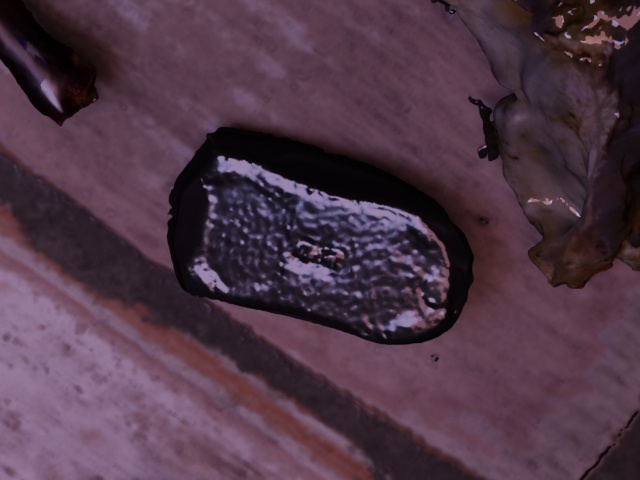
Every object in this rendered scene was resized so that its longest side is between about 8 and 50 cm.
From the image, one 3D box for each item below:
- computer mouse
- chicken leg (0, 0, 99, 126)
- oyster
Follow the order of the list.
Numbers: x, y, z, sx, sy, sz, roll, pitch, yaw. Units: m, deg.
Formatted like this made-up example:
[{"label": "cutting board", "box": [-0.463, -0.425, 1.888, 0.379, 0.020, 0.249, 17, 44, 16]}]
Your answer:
[{"label": "computer mouse", "box": [0.000, 0.000, 1.287, 0.217, 0.073, 0.122, 16, 103, 8]}, {"label": "chicken leg", "box": [-0.310, -0.216, 1.228, 0.407, 0.096, 0.158, 28, 78, -8]}, {"label": "oyster", "box": [0.163, -0.122, 1.203, 0.198, 0.133, 0.337, -10, 121, -19]}]
